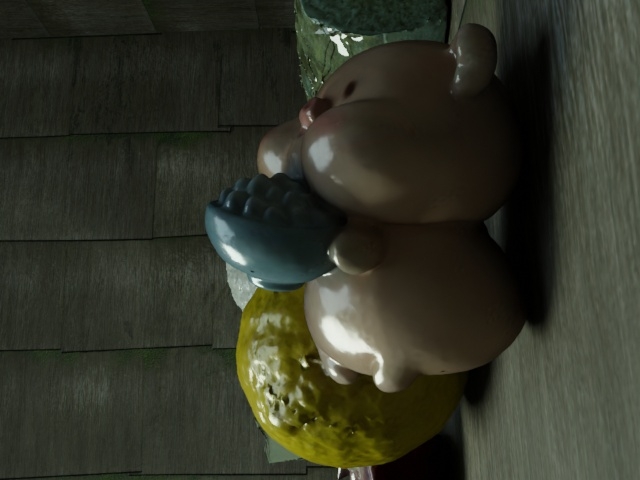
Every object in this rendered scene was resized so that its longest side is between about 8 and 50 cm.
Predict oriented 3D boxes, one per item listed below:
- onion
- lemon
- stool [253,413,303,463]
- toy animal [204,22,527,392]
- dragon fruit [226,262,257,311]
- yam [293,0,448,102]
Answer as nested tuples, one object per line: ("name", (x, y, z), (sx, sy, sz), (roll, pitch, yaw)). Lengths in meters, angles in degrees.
("onion", (0.107, 0.369, 0.991), (0.314, 0.146, 0.280), (115, 147, -77))
("lemon", (0.034, 0.115, 0.795), (0.320, 0.245, 0.245), (75, -166, -79))
("stool", (0.026, 0.193, 1.220), (0.170, 0.269, 0.244), (82, 178, -51))
("toy animal", (0.061, -0.015, 0.552), (0.221, 0.229, 0.210), (47, 162, -17))
("dragon fruit", (0.000, 0.000, 1.041), (0.204, 0.283, 0.221), (55, 168, -8))
("yam", (0.066, -0.242, 1.006), (0.271, 0.201, 0.202), (74, -166, -56))
